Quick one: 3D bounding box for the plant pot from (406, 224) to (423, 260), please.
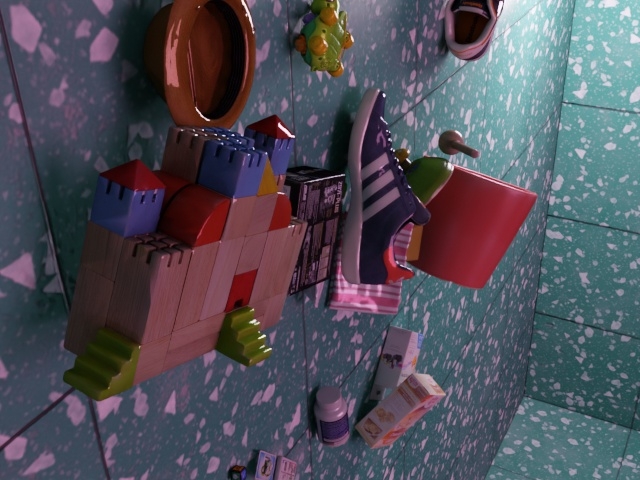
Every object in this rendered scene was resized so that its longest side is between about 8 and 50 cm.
[{"bbox_3d":[0.154,0.001,1.636,0.083,0.082,0.081,-15,116,-50],"label":"plant pot"}]

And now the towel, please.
[{"bbox_3d":[0.096,0.045,1.489,0.029,0.144,0.196,-141,-122,-70],"label":"towel"}]

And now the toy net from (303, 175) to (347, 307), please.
[{"bbox_3d":[0.000,0.000,1.369,0.122,0.045,0.232,-51,153,-78],"label":"toy net"}]

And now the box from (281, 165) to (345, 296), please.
[{"bbox_3d":[-0.037,-0.019,1.234,0.147,0.078,0.180,-20,121,-60],"label":"box"}]

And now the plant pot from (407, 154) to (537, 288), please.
[{"bbox_3d":[0.320,-0.037,1.771,0.275,0.275,0.243,-2,113,-64],"label":"plant pot"}]

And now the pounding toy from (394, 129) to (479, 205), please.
[{"bbox_3d":[0.183,-0.144,1.568,0.237,0.110,0.183,-43,-169,11],"label":"pounding toy"}]

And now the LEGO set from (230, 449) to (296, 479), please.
[{"bbox_3d":[-0.118,0.466,1.382,0.244,0.060,0.182,50,46,-61],"label":"LEGO set"}]

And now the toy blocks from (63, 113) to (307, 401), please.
[{"bbox_3d":[-0.127,-0.010,0.880,0.381,0.191,0.260,-16,126,-61],"label":"toy blocks"}]

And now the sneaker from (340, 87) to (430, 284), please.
[{"bbox_3d":[0.124,-0.093,1.386,0.131,0.148,0.349,-16,109,-81],"label":"sneaker"}]

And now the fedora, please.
[{"bbox_3d":[-0.148,-0.213,0.908,0.194,0.079,0.194,-35,131,-54],"label":"fedora"}]

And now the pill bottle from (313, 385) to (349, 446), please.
[{"bbox_3d":[0.021,0.346,1.551,0.067,0.067,0.120,-50,144,-43],"label":"pill bottle"}]

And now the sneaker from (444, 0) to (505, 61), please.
[{"bbox_3d":[0.351,-0.551,1.698,0.127,0.126,0.320,-25,126,-65],"label":"sneaker"}]

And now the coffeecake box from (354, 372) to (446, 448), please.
[{"bbox_3d":[0.187,0.393,1.812,0.185,0.068,0.142,-45,156,10],"label":"coffeecake box"}]

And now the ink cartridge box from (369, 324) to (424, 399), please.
[{"bbox_3d":[0.182,0.300,1.861,0.104,0.062,0.181,26,79,-64],"label":"ink cartridge box"}]

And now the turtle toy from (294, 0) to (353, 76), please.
[{"bbox_3d":[0.004,-0.313,1.180,0.095,0.066,0.130,38,68,-62],"label":"turtle toy"}]

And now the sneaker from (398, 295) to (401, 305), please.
[{"bbox_3d":[0.101,0.037,1.566,0.094,0.080,0.212,-99,171,-62],"label":"sneaker"}]
